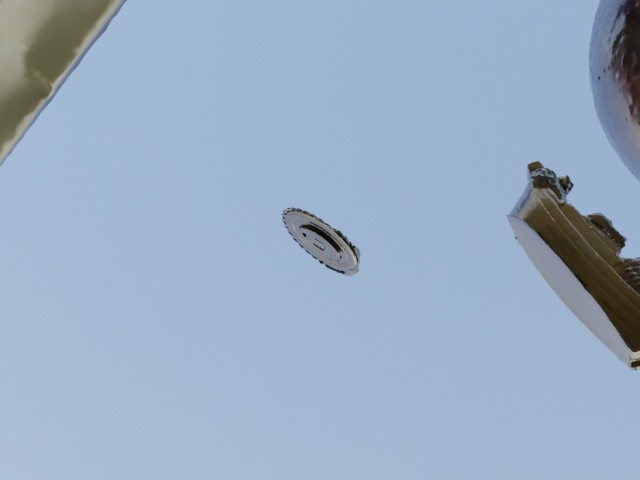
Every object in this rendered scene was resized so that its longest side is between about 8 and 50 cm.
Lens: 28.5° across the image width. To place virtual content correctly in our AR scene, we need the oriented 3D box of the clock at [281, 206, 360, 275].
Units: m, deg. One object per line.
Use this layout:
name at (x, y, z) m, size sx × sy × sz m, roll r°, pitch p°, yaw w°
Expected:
clock at (0.000, 0.000, 1.092) m, size 0.083 × 0.074 × 0.010 m, roll 34°, pitch -114°, yaw 12°

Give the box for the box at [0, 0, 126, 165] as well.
box at (-0.190, -0.104, 0.299) m, size 0.198 × 0.310 × 0.084 m, roll -50°, pitch -128°, yaw 11°

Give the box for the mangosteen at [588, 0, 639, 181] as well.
mangosteen at (0.367, -0.176, 1.003) m, size 0.306 × 0.306 × 0.359 m, roll 4°, pitch -52°, yaw 19°

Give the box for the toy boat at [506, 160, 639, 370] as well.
toy boat at (0.152, 0.011, 0.697) m, size 0.049 × 0.047 × 0.149 m, roll -28°, pitch -130°, yaw -9°
